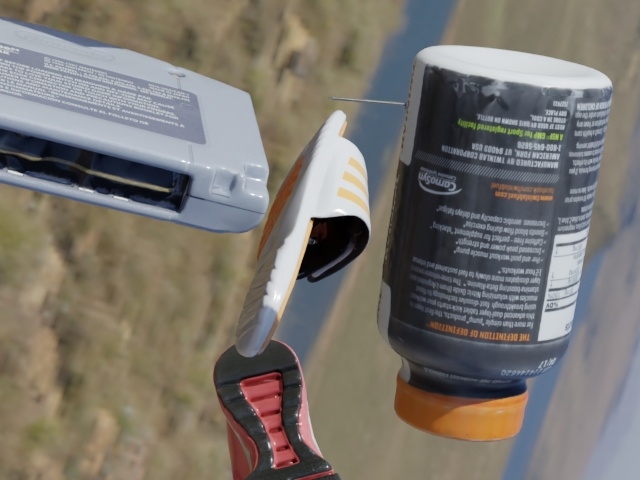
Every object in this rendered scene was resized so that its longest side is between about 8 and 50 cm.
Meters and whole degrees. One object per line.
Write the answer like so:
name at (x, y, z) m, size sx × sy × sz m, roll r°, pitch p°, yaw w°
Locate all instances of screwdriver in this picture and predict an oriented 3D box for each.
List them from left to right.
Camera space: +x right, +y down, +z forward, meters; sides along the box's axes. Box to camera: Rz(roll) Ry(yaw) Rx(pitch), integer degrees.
screwdriver at (0.094, -0.172, 2.247) m, size 0.024 × 0.170 × 0.025 m, roll -76°, pitch 163°, yaw -47°

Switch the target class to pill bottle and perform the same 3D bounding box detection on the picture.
pill bottle at (0.107, 0.004, 1.149) m, size 0.130 × 0.130 × 0.246 m, roll -38°, pitch 138°, yaw -72°

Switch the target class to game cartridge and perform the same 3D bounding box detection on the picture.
game cartridge at (-0.186, -0.094, 1.244) m, size 0.196 × 0.294 × 0.060 m, roll -102°, pitch -151°, yaw -59°

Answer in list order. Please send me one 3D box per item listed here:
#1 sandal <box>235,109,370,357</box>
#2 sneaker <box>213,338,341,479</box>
sandal at (-0.005, 0.007, 1.445) m, size 0.102 × 0.076 × 0.265 m, roll -53°, pitch -166°, yaw 45°
sneaker at (-0.034, 0.256, 1.839) m, size 0.136 × 0.116 × 0.314 m, roll 81°, pitch -2°, yaw -53°
